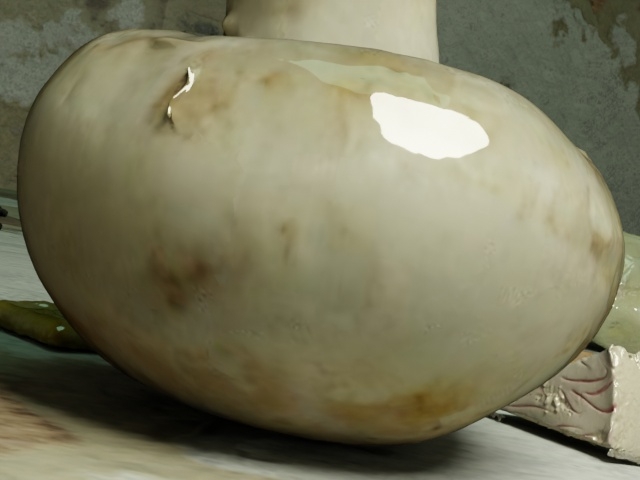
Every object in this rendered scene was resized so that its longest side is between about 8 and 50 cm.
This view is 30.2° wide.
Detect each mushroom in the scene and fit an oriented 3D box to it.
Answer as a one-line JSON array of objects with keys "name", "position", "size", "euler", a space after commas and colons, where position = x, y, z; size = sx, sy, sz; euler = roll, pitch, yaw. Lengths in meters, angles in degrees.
[{"name": "mushroom", "position": [0.012, -0.052, 0.579], "size": [0.298, 0.290, 0.297], "euler": [11, 3, -1]}]

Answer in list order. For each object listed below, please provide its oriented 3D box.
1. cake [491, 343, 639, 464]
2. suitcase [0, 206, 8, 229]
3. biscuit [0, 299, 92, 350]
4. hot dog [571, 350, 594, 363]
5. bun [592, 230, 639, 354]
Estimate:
[{"name": "cake", "position": [0.150, 0.093, 0.717], "size": [0.052, 0.065, 0.121], "euler": [13, -7, -33]}, {"name": "suitcase", "position": [-0.255, -0.002, 0.688], "size": [0.126, 0.086, 0.059], "euler": [13, -13, 32]}, {"name": "biscuit", "position": [-0.148, 0.051, 0.716], "size": [0.083, 0.018, 0.081], "euler": [9, 4, -45]}, {"name": "hot dog", "position": [0.163, 0.100, 0.920], "size": [0.122, 0.037, 0.049], "euler": [6, 12, 12]}, {"name": "bun", "position": [0.372, 0.056, 1.488], "size": [0.231, 0.133, 0.231], "euler": [29, 11, -6]}]
